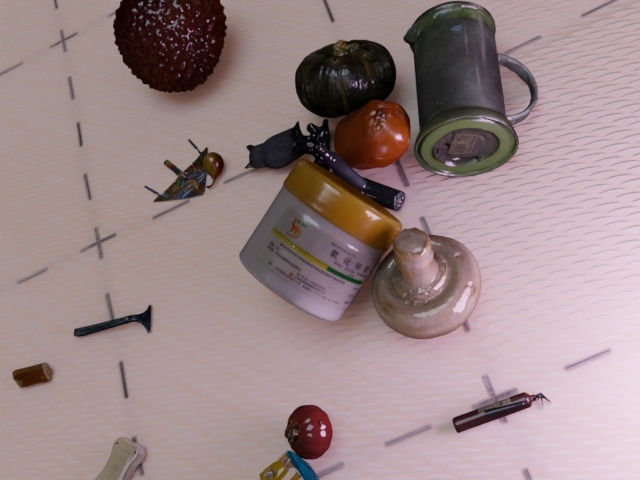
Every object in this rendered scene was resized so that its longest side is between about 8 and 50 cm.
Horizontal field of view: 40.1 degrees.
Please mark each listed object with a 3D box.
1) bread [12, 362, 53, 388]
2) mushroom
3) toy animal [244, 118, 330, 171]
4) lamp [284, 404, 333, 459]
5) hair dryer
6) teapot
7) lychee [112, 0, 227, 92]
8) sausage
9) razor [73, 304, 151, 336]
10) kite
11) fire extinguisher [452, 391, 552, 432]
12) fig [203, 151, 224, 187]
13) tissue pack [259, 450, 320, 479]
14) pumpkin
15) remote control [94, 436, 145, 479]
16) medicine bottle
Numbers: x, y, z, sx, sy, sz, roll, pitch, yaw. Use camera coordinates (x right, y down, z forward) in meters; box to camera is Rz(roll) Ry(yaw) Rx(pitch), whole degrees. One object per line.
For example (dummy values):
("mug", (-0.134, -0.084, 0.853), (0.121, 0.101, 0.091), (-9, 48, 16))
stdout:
("bread", (-0.634, 0.296, 1.931), (0.083, 0.047, 0.036), (-14, 29, 13))
("mushroom", (0.199, 0.078, 1.612), (0.206, 0.209, 0.206), (1, 72, -4))
("toy animal", (-0.081, -0.199, 1.913), (0.210, 0.117, 0.121), (-9, 68, 16))
("lamp", (-0.021, 0.353, 1.618), (0.101, 0.090, 0.101), (-10, 77, 54))
("hair dryer", (0.067, -0.133, 1.768), (0.173, 0.195, 0.050), (20, 79, 29))
("teapot", (0.308, -0.319, 1.781), (0.270, 0.200, 0.337), (2, 60, -5))
("lychee", (-0.358, -0.505, 2.103), (0.275, 0.275, 0.304), (-11, 86, 17))
("sausage", (0.102, -0.208, 1.779), (0.133, 0.133, 0.258), (-58, 15, -12))
("razor", (-0.460, 0.184, 1.921), (0.190, 0.033, 0.066), (-13, 60, 17))
("kite", (-0.321, -0.149, 2.048), (0.183, 0.010, 0.160), (-47, 56, -5))
("fire extinguisher", (0.314, 0.295, 1.533), (0.173, 0.049, 0.035), (-23, 51, 10))
("fig", (-0.247, -0.161, 2.006), (0.050, 0.050, 0.083), (3, 83, 24))
("tissue pack", (-0.026, 0.470, 1.541), (0.082, 0.120, 0.169), (-36, 58, 0))
("pumpkin", (0.052, -0.355, 1.891), (0.223, 0.157, 0.224), (-10, 28, 5))
("remote control", (-0.402, 0.458, 1.756), (0.074, 0.032, 0.122), (18, 73, 29))
("medicine bottle", (0.000, 0.000, 1.675), (0.238, 0.238, 0.232), (37, 99, 33))
